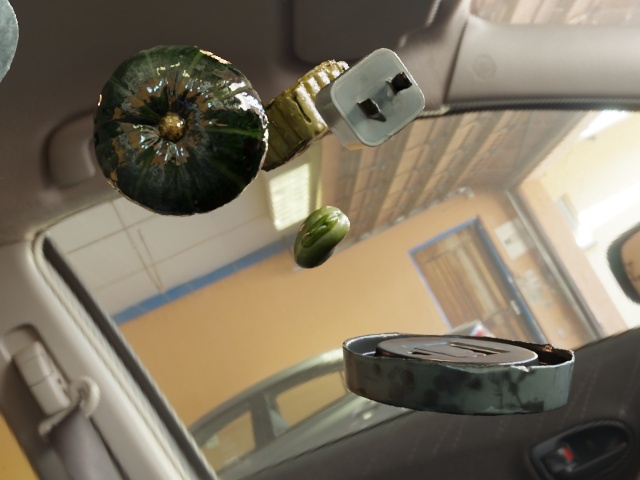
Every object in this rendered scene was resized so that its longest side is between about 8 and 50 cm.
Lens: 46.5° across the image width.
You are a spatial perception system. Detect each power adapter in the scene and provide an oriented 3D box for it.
[{"bbox_3d":[0.084,-0.223,1.178,0.130,0.125,0.205,-38,10,-7],"label":"power adapter"}]

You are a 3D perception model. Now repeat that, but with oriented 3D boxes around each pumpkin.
[{"bbox_3d":[-0.236,-0.184,1.284,0.300,0.300,0.207,-28,-2,0],"label":"pumpkin"}]

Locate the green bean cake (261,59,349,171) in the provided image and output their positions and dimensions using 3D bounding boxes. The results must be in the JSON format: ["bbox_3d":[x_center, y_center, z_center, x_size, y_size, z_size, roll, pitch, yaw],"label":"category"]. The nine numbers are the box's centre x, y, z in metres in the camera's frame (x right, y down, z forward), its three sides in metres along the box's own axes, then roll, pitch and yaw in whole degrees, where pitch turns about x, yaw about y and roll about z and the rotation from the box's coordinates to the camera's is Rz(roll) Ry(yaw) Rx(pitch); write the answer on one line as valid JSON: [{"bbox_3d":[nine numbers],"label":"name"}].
[{"bbox_3d":[-0.043,-0.255,1.548,0.229,0.131,0.224,-25,13,49],"label":"green bean cake"}]

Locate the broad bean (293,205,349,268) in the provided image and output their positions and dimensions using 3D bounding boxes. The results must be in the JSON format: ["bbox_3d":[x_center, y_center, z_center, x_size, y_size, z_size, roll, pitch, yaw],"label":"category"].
[{"bbox_3d":[0.000,0.000,1.546,0.124,0.082,0.174,-30,-24,-35],"label":"broad bean"}]

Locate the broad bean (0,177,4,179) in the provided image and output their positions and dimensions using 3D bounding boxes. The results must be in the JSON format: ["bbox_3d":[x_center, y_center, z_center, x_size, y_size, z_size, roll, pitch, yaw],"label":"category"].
[{"bbox_3d":[-0.781,-0.208,1.530,0.056,0.098,0.318,-67,-20,-8],"label":"broad bean"}]

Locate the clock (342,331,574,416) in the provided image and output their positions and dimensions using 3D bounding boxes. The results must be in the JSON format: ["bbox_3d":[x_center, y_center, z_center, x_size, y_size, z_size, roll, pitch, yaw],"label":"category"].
[{"bbox_3d":[0.191,0.180,1.058,0.325,0.067,0.325,2,0,0],"label":"clock"}]

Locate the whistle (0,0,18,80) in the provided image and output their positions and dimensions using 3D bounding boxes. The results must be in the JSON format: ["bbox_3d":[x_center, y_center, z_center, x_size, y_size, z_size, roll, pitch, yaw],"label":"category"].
[{"bbox_3d":[-0.600,-0.319,1.036,0.188,0.168,0.405,-62,-14,5],"label":"whistle"}]
